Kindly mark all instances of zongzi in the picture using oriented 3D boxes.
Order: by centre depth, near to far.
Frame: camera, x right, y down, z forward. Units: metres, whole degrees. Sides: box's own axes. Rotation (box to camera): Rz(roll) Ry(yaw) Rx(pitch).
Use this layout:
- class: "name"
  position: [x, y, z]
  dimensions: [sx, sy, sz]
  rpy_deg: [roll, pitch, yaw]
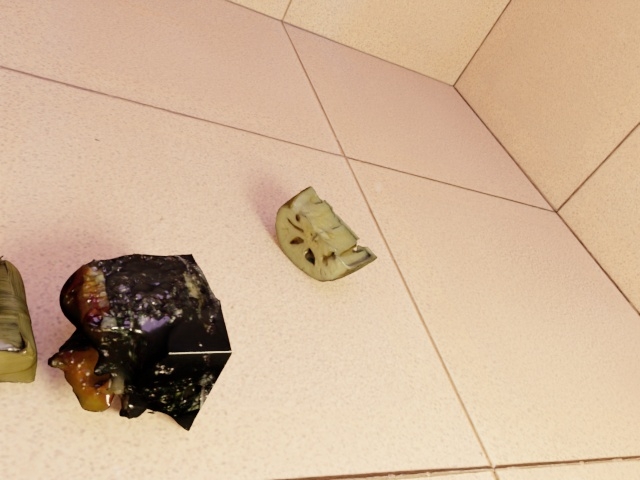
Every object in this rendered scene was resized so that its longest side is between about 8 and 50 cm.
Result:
- class: "zongzi"
  position: [-0.506, 0.112, 0.730]
  dimensions: [0.205, 0.094, 0.204]
  rpy_deg: [-7, 46, -31]

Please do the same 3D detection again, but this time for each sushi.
- class: "sushi"
  position: [-0.267, 0.128, 0.774]
  dimensions: [0.213, 0.215, 0.227]
  rpy_deg: [6, 43, -32]

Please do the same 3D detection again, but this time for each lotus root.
- class: "lotus root"
  position: [0.000, 0.000, 1.208]
  dimensions: [0.235, 0.138, 0.119]
  rpy_deg: [44, 42, 16]
